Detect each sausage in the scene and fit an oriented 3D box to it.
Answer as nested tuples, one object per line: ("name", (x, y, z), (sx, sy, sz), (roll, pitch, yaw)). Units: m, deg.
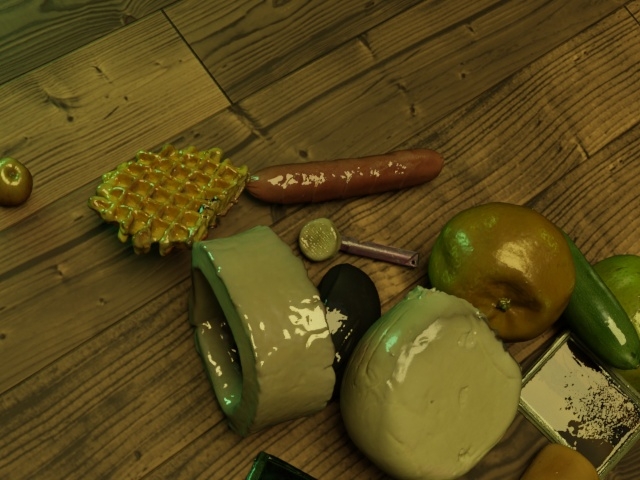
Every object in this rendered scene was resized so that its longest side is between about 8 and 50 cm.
("sausage", (0.052, -0.125, 2.039), (0.433, 0.088, 0.088), (-8, 72, -20))

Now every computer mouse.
("computer mouse", (0.042, 0.159, 1.902), (0.137, 0.086, 0.270), (30, 62, -23))

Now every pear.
("pear", (0.615, 0.173, 2.085), (0.239, 0.139, 0.288), (-25, 79, -14))

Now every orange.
("orange", (0.340, 0.065, 1.949), (0.279, 0.279, 0.235), (28, 41, -6))

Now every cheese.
("cheese", (-0.114, 0.151, 1.761), (0.153, 0.292, 0.332), (-12, 63, -23))

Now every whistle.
("whistle", (0.111, 0.021, 2.027), (0.176, 0.033, 0.033), (13, 65, -14))

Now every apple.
("apple", (-0.551, -0.104, 1.835), (0.084, 0.071, 0.084), (6, 67, -16))

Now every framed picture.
("framed picture", (0.511, 0.319, 2.015), (0.252, 0.014, 0.197), (45, 80, 3))

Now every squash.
("squash", (0.502, 0.092, 2.047), (0.107, 0.107, 0.395), (-12, 54, -22))

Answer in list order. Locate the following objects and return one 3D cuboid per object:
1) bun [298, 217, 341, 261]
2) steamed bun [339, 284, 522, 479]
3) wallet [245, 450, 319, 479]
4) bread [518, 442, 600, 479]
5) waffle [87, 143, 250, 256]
("bun", (0.000, 0.000, 1.983), (0.086, 0.055, 0.086), (0, 90, 13))
("steamed bun", (0.168, 0.255, 1.818), (0.312, 0.233, 0.334), (-40, 121, -17))
("wallet", (-0.033, 0.481, 1.781), (0.236, 0.055, 0.160), (30, 56, -4))
("bread", (0.434, 0.479, 1.912), (0.147, 0.098, 0.217), (40, 63, -3))
("waffle", (-0.263, -0.074, 1.871), (0.309, 0.065, 0.283), (-13, 44, -21))
